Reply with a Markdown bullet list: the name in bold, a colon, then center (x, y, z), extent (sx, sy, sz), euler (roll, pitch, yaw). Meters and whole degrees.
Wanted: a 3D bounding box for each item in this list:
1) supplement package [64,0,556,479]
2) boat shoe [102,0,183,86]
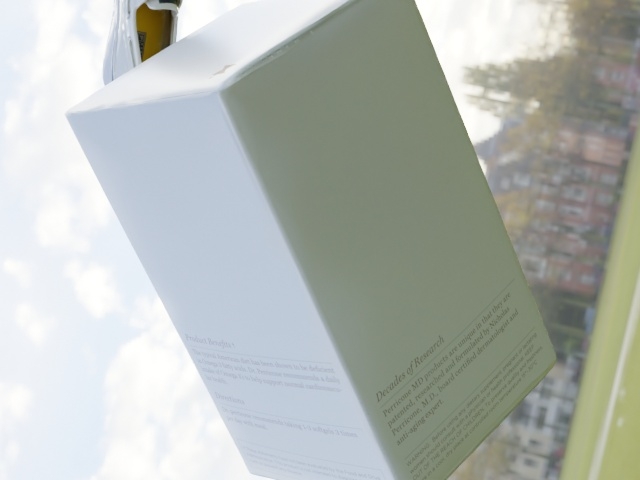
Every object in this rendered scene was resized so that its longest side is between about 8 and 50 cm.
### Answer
- **supplement package**: center (0.000, 0.000, 0.484), extent (0.105, 0.105, 0.179), euler (-38, -65, -33)
- **boat shoe**: center (-0.075, -0.110, 0.543), extent (0.035, 0.035, 0.100), euler (1, -79, -44)
